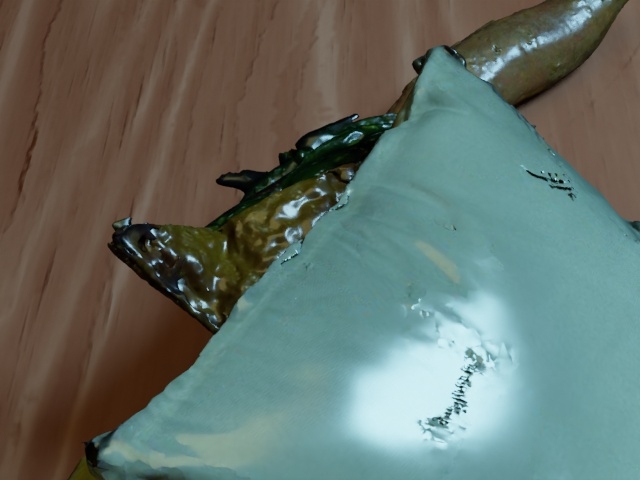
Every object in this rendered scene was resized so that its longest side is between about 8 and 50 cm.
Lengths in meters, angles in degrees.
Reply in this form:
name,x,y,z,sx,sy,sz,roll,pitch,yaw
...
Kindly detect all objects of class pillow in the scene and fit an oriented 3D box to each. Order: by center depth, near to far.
name,x,y,z,sx,sy,sz,roll,pitch,yaw
pillow,0.096,0.090,0.469,0.312,0.119,0.310,40,55,-2

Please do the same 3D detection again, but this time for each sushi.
name,x,y,z,sx,sy,sz,roll,pitch,yaw
sushi,0.000,0.000,0.606,0.287,0.149,0.140,-20,79,-29

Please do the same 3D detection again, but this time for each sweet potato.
name,x,y,z,sx,sy,sz,roll,pitch,yaw
sweet potato,0.117,-0.123,0.735,0.314,0.066,0.072,-32,44,-8

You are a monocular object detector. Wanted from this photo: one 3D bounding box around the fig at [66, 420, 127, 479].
name,x,y,z,sx,sy,sz,roll,pitch,yaw
fig,-0.057,0.137,0.535,0.159,0.159,0.257,3,34,17
